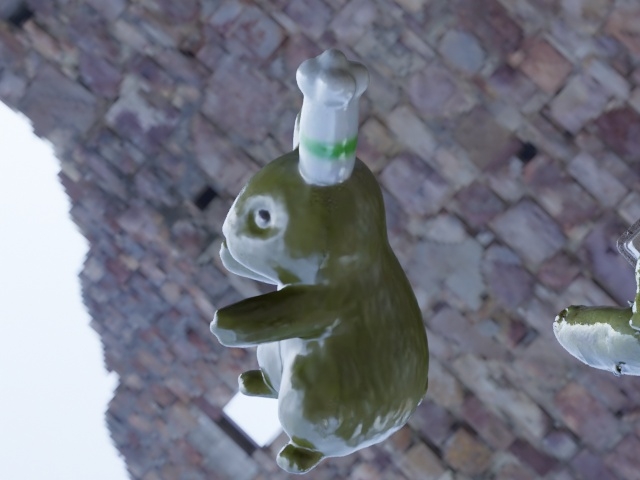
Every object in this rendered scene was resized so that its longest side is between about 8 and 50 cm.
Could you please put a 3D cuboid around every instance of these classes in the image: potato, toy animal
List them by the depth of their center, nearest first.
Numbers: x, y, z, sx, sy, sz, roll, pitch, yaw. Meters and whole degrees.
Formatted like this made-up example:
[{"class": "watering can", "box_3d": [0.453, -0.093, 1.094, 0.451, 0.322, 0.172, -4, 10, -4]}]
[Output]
[{"class": "toy animal", "box_3d": [-0.016, 0.011, 1.179, 0.181, 0.180, 0.363, -112, 7, -69]}, {"class": "potato", "box_3d": [0.355, 0.120, 1.645, 0.105, 0.085, 0.188, 43, 163, -28]}]

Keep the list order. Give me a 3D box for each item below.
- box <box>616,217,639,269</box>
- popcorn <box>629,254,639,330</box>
[{"class": "box", "box_3d": [0.425, 0.016, 1.627, 0.122, 0.089, 0.062, 46, 180, 7]}, {"class": "popcorn", "box_3d": [0.418, 0.046, 1.216, 0.293, 0.237, 0.293, 24, -158, -11]}]
